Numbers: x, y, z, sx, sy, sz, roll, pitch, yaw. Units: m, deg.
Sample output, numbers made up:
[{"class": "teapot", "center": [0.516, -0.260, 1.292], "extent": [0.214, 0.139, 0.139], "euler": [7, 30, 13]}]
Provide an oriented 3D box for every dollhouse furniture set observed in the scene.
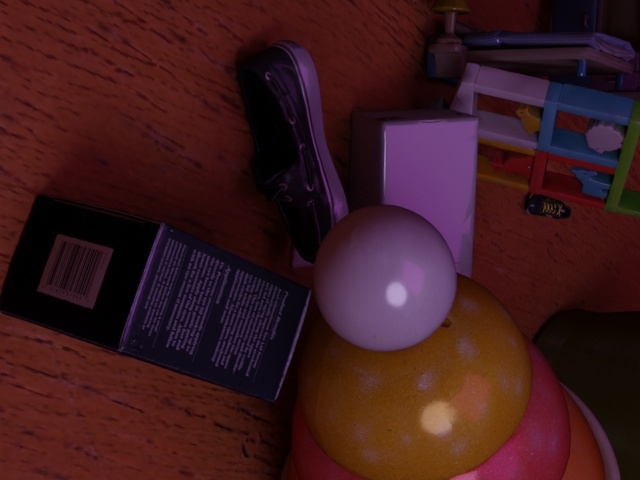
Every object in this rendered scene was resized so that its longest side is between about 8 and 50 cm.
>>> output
[{"class": "dollhouse furniture set", "center": [0.306, -0.264, 1.478], "extent": [0.303, 0.286, 0.198], "euler": [3, 90, -54]}]

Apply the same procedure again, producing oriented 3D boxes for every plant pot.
[{"class": "plant pot", "center": [0.458, 0.241, 1.749], "extent": [0.366, 0.353, 0.366], "euler": [-19, 115, -48]}]

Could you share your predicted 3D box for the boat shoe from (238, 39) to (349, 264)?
[{"class": "boat shoe", "center": [-0.032, -0.074, 1.277], "extent": [0.076, 0.080, 0.228], "euler": [-27, 120, -37]}]

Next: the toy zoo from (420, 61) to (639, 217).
[{"class": "toy zoo", "center": [0.251, -0.109, 1.462], "extent": [0.192, 0.293, 0.030], "euler": [83, 23, -62]}]

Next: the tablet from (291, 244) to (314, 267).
[{"class": "tablet", "center": [0.000, 0.000, 1.393], "extent": [0.083, 0.006, 0.054], "euler": [-4, 103, -51]}]

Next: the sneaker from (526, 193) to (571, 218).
[{"class": "sneaker", "center": [0.296, -0.045, 1.719], "extent": [0.083, 0.035, 0.031], "euler": [5, 96, -51]}]

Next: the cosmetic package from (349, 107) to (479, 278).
[{"class": "cosmetic package", "center": [0.096, -0.022, 1.414], "extent": [0.117, 0.085, 0.231], "euler": [-4, 105, -23]}]

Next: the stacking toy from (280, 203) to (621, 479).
[{"class": "stacking toy", "center": [0.096, 0.138, 1.206], "extent": [0.350, 0.351, 0.480], "euler": [-53, 150, -27]}]

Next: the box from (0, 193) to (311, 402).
[{"class": "box", "center": [-0.135, 0.051, 1.126], "extent": [0.207, 0.153, 0.108], "euler": [27, 79, -52]}]
